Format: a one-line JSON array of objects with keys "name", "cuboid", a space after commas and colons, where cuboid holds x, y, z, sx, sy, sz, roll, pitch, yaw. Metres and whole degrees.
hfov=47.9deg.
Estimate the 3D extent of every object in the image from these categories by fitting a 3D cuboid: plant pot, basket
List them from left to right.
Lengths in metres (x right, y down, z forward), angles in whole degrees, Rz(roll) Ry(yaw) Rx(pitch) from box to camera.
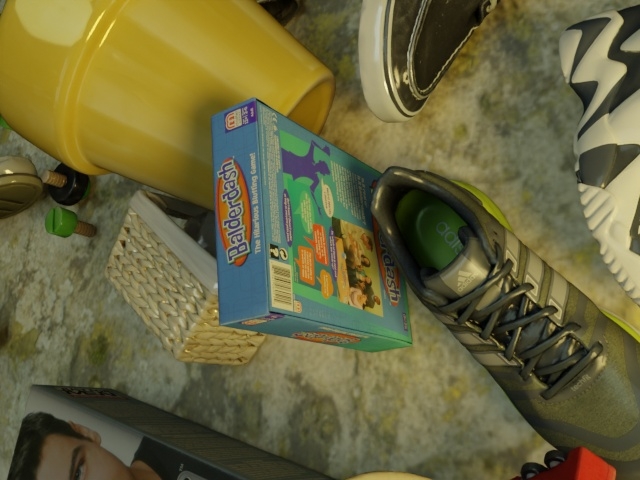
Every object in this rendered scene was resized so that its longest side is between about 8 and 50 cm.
[{"name": "plant pot", "cuboid": [-0.125, -0.147, 0.679, 0.239, 0.254, 0.254, 32, 98, 8]}, {"name": "basket", "cuboid": [-0.125, 0.039, 0.718, 0.167, 0.113, 0.103, 38, 102, 36]}]

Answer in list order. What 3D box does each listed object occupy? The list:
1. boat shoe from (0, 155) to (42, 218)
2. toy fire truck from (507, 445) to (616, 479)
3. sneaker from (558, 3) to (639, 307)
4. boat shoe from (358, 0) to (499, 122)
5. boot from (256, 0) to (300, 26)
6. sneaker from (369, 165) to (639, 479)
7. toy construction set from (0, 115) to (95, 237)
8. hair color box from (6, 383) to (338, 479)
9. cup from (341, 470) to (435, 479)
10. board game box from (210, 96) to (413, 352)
[{"name": "boat shoe", "cuboid": [-0.506, -0.077, 1.016, 0.302, 0.113, 0.103, -15, 75, 32]}, {"name": "toy fire truck", "cuboid": [0.188, 0.199, 0.471, 0.135, 0.047, 0.192, 35, 137, -3]}, {"name": "sneaker", "cuboid": [0.260, -0.074, 0.486, 0.153, 0.094, 0.235, -21, 56, 39]}, {"name": "boat shoe", "cuboid": [0.124, -0.243, 0.627, 0.102, 0.108, 0.301, 14, 79, 38]}, {"name": "boot", "cuboid": [-0.118, -0.318, 0.839, 0.189, 0.076, 0.209, -19, 74, 29]}, {"name": "sneaker", "cuboid": [0.132, 0.053, 0.526, 0.111, 0.121, 0.300, -52, 56, 13]}, {"name": "toy construction set", "cuboid": [-0.319, -0.210, 0.841, 0.309, 0.237, 0.257, -46, 56, 16]}, {"name": "hair color box", "cuboid": [-0.144, 0.271, 0.670, 0.374, 0.113, 0.186, 9, 84, 37]}, {"name": "cup", "cuboid": [0.004, 0.327, 0.380, 0.237, 0.331, 0.331, -39, 58, 31]}, {"name": "board game box", "cuboid": [0.000, 0.000, 0.579, 0.047, 0.210, 0.160, -16, 68, 31]}]
